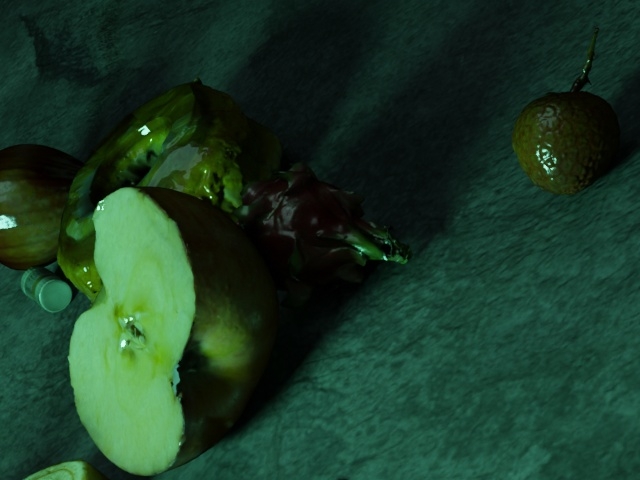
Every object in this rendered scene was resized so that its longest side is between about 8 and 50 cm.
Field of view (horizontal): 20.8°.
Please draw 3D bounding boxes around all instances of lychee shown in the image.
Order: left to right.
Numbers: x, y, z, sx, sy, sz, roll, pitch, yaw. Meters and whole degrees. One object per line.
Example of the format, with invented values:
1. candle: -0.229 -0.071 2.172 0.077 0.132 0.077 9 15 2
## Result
1. lychee: 0.249 -0.110 1.718 0.140 0.101 0.114 -57 13 -29

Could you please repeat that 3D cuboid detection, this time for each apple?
1. apple: -0.134 0.090 1.828 0.251 0.163 0.293 38 123 45

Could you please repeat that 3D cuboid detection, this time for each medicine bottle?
1. medicine bottle: -0.367 0.065 2.330 0.047 0.047 0.083 -48 28 -10

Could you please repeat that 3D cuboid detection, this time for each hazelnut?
1. hazelnut: -0.394 -0.041 2.394 0.181 0.180 0.212 -61 7 13

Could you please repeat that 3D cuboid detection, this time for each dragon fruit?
1. dragon fruit: -0.003 0.001 1.872 0.137 0.135 0.236 -44 44 -17

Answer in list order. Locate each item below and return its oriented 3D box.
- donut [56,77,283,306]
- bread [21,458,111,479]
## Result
1. donut: -0.197 -0.059 2.167 0.330 0.160 0.330 -24 37 19
2. bread: -0.281 0.304 1.857 0.149 0.073 0.122 -21 39 38
